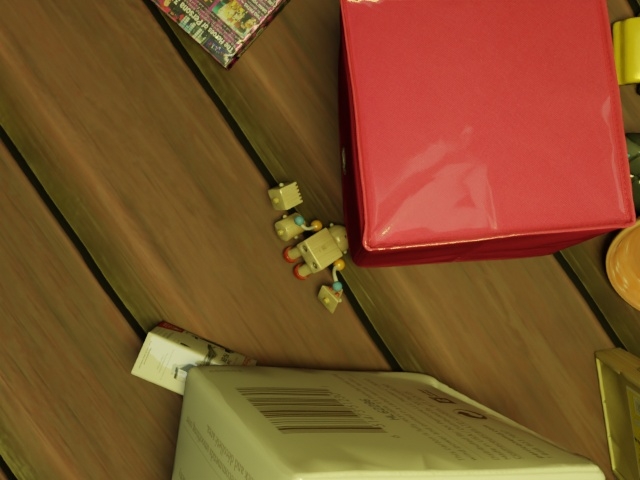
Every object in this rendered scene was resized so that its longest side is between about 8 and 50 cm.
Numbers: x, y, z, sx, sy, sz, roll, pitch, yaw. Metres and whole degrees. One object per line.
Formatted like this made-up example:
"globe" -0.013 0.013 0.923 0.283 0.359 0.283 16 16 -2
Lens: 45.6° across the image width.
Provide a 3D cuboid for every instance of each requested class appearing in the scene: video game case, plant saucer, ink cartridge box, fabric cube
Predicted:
"video game case" -0.131 -0.364 0.934 0.232 0.042 0.210 42 93 -2
"plant saucer" 0.446 0.028 0.905 0.200 0.200 0.037 30 53 -2
"ink cartridge box" -0.151 0.156 0.941 0.135 0.099 0.056 23 92 -2
"fabric cube" 0.151 -0.108 0.824 0.259 0.258 0.254 -4 85 1

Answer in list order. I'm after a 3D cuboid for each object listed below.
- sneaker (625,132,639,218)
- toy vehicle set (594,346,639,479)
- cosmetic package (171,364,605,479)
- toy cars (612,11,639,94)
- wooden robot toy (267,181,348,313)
"sneaker" 0.502 -0.053 0.932 0.341 0.125 0.139 26 66 1
"toy vehicle set" 0.381 0.231 0.859 0.035 0.267 0.166 -10 95 2
"cosmetic package" 0.029 0.364 0.793 0.328 0.329 0.393 7 95 -26
"toy cars" 0.376 -0.299 0.912 0.394 0.087 0.176 39 93 -2
"wooden robot toy" 0.000 0.000 0.959 0.079 0.076 0.173 -31 94 -33
